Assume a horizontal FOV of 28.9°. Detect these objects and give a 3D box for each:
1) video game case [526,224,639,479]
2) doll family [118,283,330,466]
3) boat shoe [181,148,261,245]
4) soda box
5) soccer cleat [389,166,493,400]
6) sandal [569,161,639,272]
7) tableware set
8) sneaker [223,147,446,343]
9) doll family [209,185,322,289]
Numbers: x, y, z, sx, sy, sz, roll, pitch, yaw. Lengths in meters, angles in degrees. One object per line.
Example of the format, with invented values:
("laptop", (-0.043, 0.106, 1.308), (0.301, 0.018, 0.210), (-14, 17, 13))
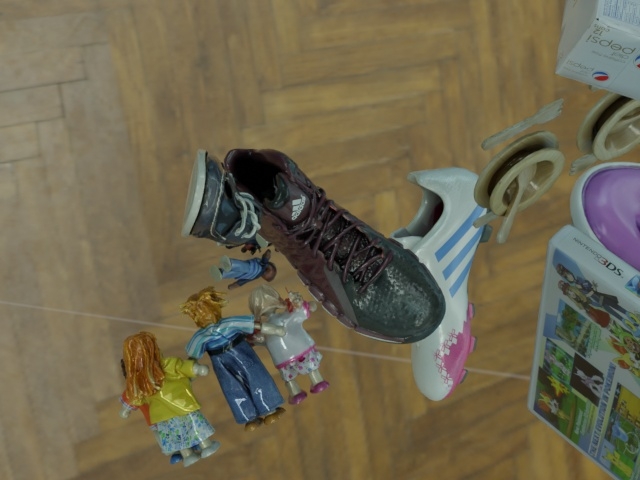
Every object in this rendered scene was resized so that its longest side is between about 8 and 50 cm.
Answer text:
("video game case", (0.331, 0.167, 1.193), (0.036, 0.300, 0.329), (-40, 151, -21))
("doll family", (-0.122, 0.141, 1.362), (0.263, 0.118, 0.163), (-28, 94, 9))
("boat shoe", (-0.079, -0.031, 1.056), (0.065, 0.206, 0.075), (12, 86, -2))
("soda box", (0.221, -0.212, 0.875), (0.069, 0.074, 0.216), (17, 64, -6))
("soccer cleat", (0.149, 0.058, 1.744), (0.143, 0.116, 0.331), (8, 93, -25))
("sandal", (0.442, 0.001, 1.277), (0.416, 0.102, 0.169), (18, 49, -21))
("tableware set", (0.216, -0.073, 1.043), (0.194, 0.039, 0.128), (-29, 150, -15))
("sneaker", (0.000, 0.000, 1.270), (0.106, 0.281, 0.162), (-53, 163, -4))
("doll family", (-0.064, 0.000, 1.634), (0.111, 0.193, 0.076), (-1, 66, -57))
